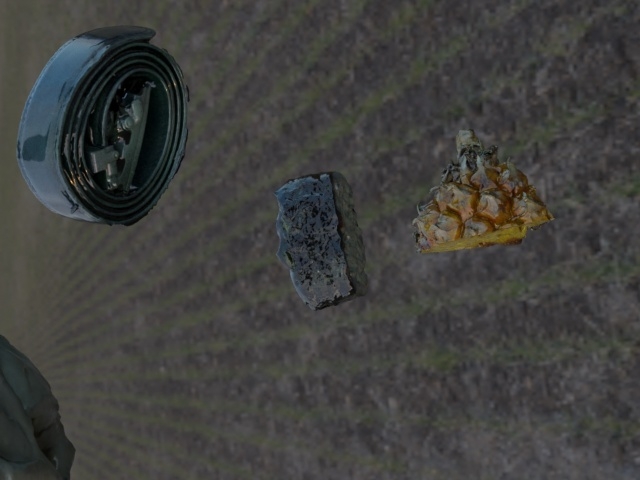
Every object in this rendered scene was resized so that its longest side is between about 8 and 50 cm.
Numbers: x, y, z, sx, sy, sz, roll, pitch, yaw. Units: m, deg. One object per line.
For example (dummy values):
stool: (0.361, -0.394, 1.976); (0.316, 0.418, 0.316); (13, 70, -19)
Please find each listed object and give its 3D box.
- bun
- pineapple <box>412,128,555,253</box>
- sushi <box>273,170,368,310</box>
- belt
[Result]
bun: (-0.346, 0.212, 1.110); (0.354, 0.194, 0.354); (163, 90, -85)
pineapple: (0.180, -0.062, 1.494); (0.250, 0.140, 0.164); (180, 78, -70)
sushi: (0.000, 0.000, 1.876); (0.124, 0.127, 0.225); (19, -122, -69)
belt: (-0.271, -0.151, 1.445); (0.116, 0.206, 0.267); (9, 74, 37)
